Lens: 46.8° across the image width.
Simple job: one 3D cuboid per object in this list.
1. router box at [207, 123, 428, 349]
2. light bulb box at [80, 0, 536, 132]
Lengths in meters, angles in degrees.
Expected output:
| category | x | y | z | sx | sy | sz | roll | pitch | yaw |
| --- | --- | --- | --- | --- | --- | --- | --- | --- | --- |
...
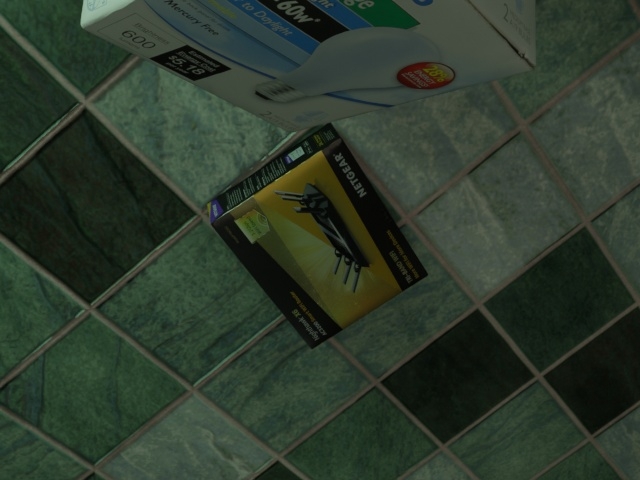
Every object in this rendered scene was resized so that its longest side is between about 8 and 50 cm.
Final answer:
| category | x | y | z | sx | sy | sz | roll | pitch | yaw |
| --- | --- | --- | --- | --- | --- | --- | --- | --- | --- |
| router box | 0.000 | 0.000 | 1.222 | 0.242 | 0.081 | 0.309 | -33 | 120 | 5 |
| light bulb box | 0.000 | -0.308 | 0.814 | 0.357 | 0.360 | 0.226 | 18 | 70 | -48 |
